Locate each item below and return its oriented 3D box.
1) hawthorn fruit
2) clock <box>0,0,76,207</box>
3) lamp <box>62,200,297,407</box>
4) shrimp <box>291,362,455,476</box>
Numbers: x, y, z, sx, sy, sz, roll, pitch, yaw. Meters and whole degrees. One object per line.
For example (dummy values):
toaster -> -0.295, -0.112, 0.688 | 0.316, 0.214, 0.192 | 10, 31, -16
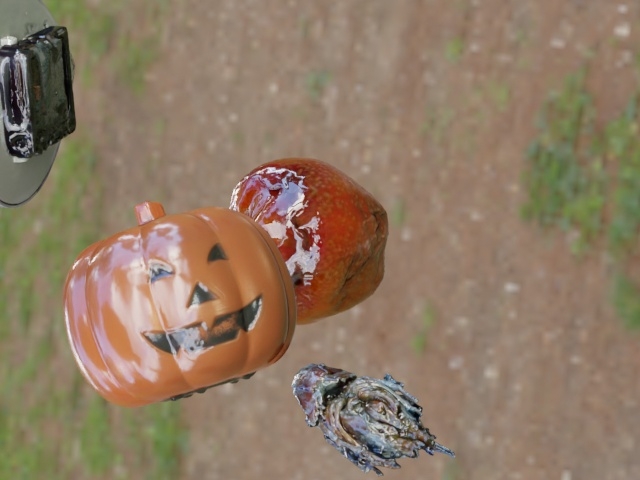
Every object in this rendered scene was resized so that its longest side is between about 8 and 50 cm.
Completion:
hawthorn fruit -> -0.011, 0.004, 1.948 | 0.173, 0.179, 0.173 | -27, 47, 32
clock -> -0.260, -0.133, 1.726 | 0.172, 0.064, 0.198 | -39, -49, -59
lamp -> -0.116, 0.046, 1.572 | 0.187, 0.187, 0.164 | -30, 78, 67
shrimp -> 0.054, 0.166, 1.790 | 0.233, 0.090, 0.079 | 17, 144, 52
